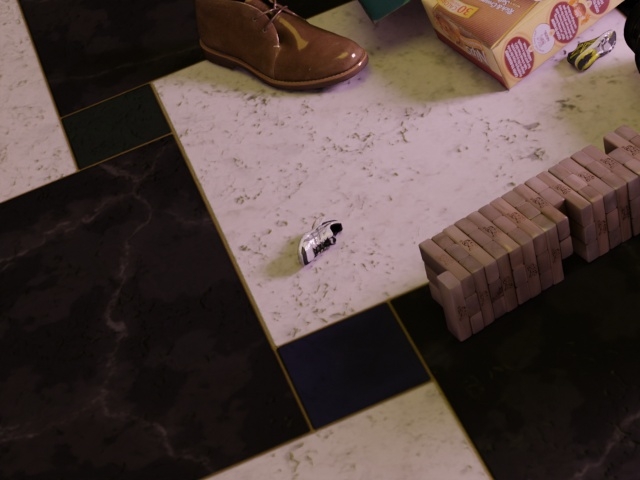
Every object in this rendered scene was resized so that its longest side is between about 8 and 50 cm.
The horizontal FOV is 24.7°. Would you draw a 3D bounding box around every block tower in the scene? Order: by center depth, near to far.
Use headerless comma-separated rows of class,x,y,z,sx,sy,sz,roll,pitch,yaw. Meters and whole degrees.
block tower,0.272,-0.016,1.732,0.335,0.091,0.097,-30,41,-15

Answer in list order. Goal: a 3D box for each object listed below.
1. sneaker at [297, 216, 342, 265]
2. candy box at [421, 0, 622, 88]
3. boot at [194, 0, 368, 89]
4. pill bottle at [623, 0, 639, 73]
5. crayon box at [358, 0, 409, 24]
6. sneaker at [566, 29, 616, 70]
sneaker,0.000,0.000,1.856,0.037,0.032,0.083,8,48,28
candy box,0.324,-0.370,2.071,0.316,0.087,0.183,-37,43,-7
boot,-0.069,-0.305,2.161,0.305,0.115,0.112,18,49,33
pill bottle,0.478,-0.227,1.867,0.123,0.123,0.219,-22,40,-5
crayon box,0.182,-0.459,2.162,0.318,0.081,0.202,-32,21,8
sneaker,0.373,-0.268,2.019,0.083,0.031,0.035,-37,43,-21
